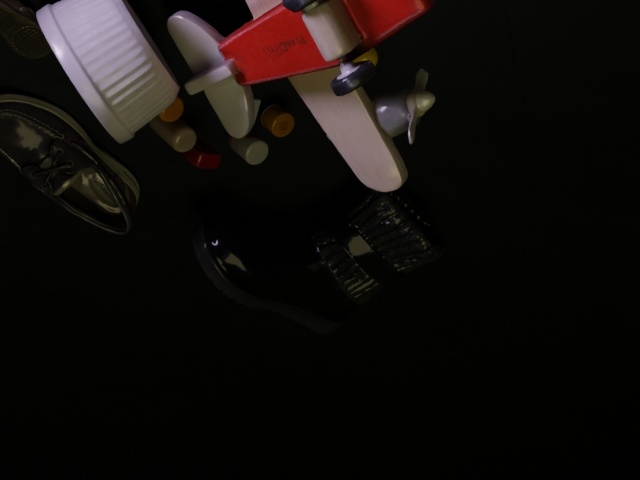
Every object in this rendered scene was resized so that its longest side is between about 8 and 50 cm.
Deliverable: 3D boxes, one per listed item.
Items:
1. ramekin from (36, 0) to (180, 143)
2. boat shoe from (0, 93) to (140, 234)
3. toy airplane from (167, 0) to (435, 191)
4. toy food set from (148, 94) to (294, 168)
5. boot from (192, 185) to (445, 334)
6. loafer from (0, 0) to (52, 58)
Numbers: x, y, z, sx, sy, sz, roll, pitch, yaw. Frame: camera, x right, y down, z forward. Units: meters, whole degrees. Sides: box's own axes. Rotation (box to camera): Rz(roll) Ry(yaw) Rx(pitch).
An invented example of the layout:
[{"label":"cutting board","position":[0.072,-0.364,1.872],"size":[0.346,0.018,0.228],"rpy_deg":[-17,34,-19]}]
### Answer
[{"label":"ramekin","position":[-0.274,-0.242,2.003],"size":[0.109,0.207,0.207],"rpy_deg":[-31,131,2]},{"label":"boat shoe","position":[-0.367,-0.105,2.164],"size":[0.103,0.092,0.285],"rpy_deg":[-36,129,17]},{"label":"toy airplane","position":[-0.012,-0.286,1.997],"size":[0.272,0.384,0.386],"rpy_deg":[-41,152,-33]},{"label":"toy food set","position":[-0.162,-0.174,2.180],"size":[0.232,0.104,0.111],"rpy_deg":[-1,119,-37]},{"label":"boot","position":[0.000,-0.003,2.320],"size":[0.260,0.131,0.348],"rpy_deg":[-38,140,27]},{"label":"loafer","position":[-0.407,-0.295,2.022],"size":[0.056,0.050,0.148],"rpy_deg":[-28,147,14]}]
